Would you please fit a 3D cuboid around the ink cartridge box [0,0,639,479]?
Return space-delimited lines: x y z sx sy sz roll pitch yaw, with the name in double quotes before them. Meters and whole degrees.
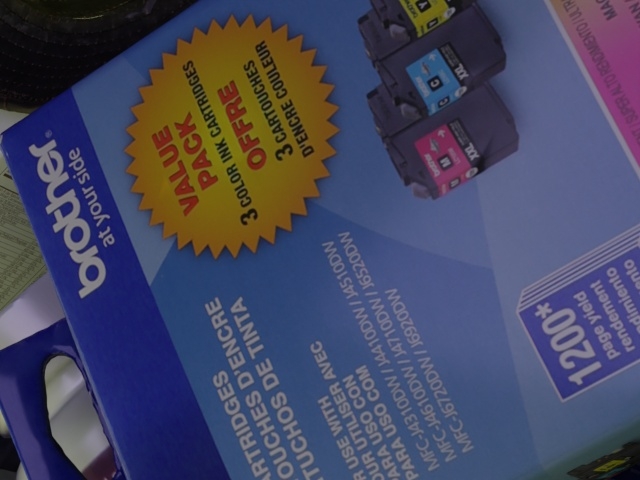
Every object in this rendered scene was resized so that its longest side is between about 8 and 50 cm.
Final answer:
"ink cartridge box" 0.031 0.007 0.751 0.395 0.151 0.270 -32 70 21

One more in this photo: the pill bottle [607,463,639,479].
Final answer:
"pill bottle" 0.161 0.084 0.884 0.122 0.123 0.219 2 63 29

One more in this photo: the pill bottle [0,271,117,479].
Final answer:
"pill bottle" -0.062 0.149 0.916 0.169 0.169 0.301 -44 83 11

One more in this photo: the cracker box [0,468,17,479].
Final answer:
"cracker box" -0.187 0.205 0.984 0.155 0.232 0.067 42 96 31

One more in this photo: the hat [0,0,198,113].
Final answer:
"hat" -0.145 -0.243 0.928 0.331 0.134 0.331 -9 67 22

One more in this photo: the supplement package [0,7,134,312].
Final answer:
"supplement package" -0.208 -0.078 1.099 0.262 0.198 0.199 -45 59 10
